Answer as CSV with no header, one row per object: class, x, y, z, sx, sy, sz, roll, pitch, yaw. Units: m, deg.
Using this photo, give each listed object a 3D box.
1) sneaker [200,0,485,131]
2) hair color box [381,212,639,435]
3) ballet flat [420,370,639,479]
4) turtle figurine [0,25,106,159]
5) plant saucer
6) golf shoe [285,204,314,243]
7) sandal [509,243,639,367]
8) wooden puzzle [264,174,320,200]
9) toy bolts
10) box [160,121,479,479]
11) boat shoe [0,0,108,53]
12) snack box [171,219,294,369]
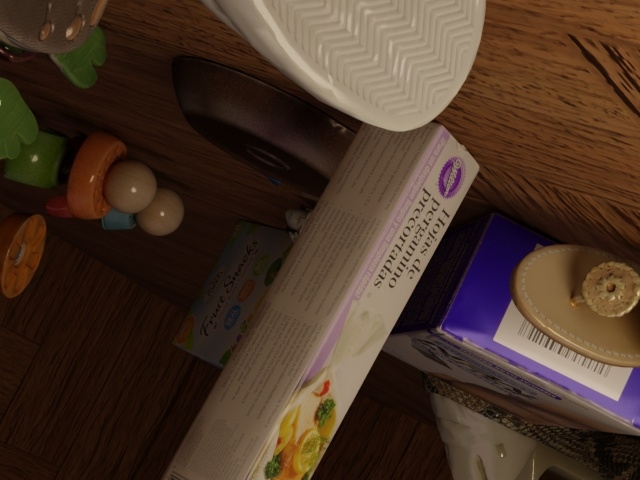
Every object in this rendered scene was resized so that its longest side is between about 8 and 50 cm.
sneaker,-0.066,-0.160,0.593,0.169,0.108,0.292,20,160,50
hair color box,0.163,0.076,1.309,0.185,0.110,0.339,27,174,-4
ballet flat,0.244,0.224,1.709,0.483,0.182,0.164,33,171,-35
turtle figurine,-0.301,-0.121,1.276,0.266,0.275,0.198,16,-159,37
plant saucer,-0.035,-0.078,1.223,0.198,0.036,0.198,26,171,4
golf shoe,0.000,0.000,1.512,0.086,0.069,0.176,33,171,-2
sandal,0.246,0.045,1.035,0.240,0.088,0.079,23,143,-19
wooden puzzle,-0.020,-0.058,1.386,0.116,0.014,0.078,18,163,49
toy bolts,-0.258,-0.024,1.798,0.158,0.218,0.228,19,-171,11
box,-0.006,0.068,1.009,0.067,0.324,0.063,20,166,38
boat shoe,-0.241,-0.200,0.829,0.116,0.123,0.324,24,170,35
snack box,-0.067,0.075,1.805,0.070,0.174,0.207,33,170,-28
